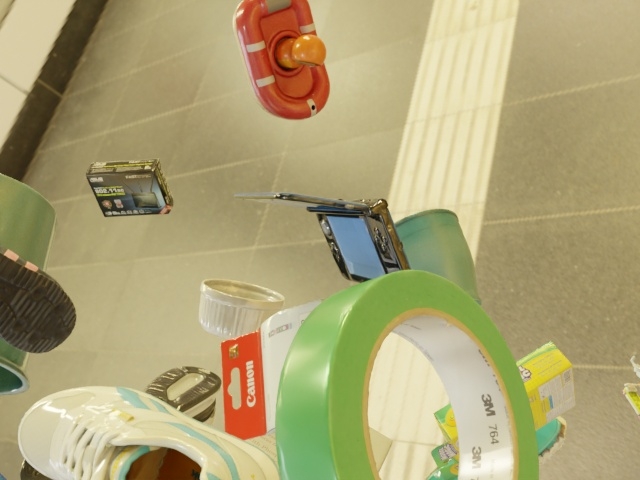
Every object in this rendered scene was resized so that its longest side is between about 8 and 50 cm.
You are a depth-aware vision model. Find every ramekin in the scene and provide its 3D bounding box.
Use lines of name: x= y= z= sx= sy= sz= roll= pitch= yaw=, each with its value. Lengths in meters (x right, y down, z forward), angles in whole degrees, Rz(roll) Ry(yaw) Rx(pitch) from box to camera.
ramekin: x=-0.198 y=0.171 z=1.729 sx=0.207 sy=0.207 sz=0.109 roll=18 pitch=97 yaw=47

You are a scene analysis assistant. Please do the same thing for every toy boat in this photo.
toy boat: x=-0.046 y=-0.322 z=1.238 sx=0.151 sy=0.231 sz=0.151 roll=-29 pitch=27 yaw=-27

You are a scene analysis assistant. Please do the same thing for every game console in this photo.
game console: x=0.000 y=0.000 z=1.265 sx=0.173 sy=0.250 sz=0.293 roll=-26 pitch=13 yaw=-18

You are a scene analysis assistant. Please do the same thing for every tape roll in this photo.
tape roll: x=0.100 y=0.193 z=0.723 sx=0.077 sy=0.321 sz=0.321 roll=-25 pitch=47 yaw=43

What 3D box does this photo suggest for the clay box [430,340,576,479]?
clay box: x=0.248 y=0.243 z=0.997 sx=0.222 sy=0.127 sz=0.053 roll=-30 pitch=47 yaw=-3

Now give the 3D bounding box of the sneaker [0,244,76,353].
sneaker: x=-0.461 y=0.047 z=0.981 sx=0.131 sy=0.319 sz=0.112 roll=31 pitch=72 yaw=32

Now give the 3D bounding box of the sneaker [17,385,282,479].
sneaker: x=-0.145 y=0.160 z=0.536 sx=0.228 sy=0.092 sz=0.088 roll=8 pitch=78 yaw=24

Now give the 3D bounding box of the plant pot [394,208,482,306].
plant pot: x=0.292 y=0.097 z=1.898 sx=0.271 sy=0.271 sz=0.255 roll=-33 pitch=61 yaw=21

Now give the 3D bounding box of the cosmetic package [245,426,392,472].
cosmetic package: x=-0.078 y=0.607 z=1.704 sx=0.329 sy=0.393 sz=0.328 roll=29 pitch=111 yaw=11

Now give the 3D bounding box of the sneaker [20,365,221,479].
sneaker: x=-0.354 y=0.438 z=1.361 sx=0.169 sy=0.447 sz=0.258 roll=17 pitch=111 yaw=30

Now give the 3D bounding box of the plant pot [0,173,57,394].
plant pot: x=-0.650 y=0.067 z=1.290 sx=0.341 sy=0.341 sz=0.334 roll=-15 pitch=55 yaw=35

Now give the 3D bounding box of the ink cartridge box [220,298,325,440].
ink cartridge box: x=-0.076 y=0.217 z=1.165 sx=0.232 sy=0.066 sz=0.189 roll=-17 pitch=60 yaw=18

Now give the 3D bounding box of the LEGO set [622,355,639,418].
LEGO set: x=0.680 y=0.311 z=1.345 sx=0.287 sy=0.107 sz=0.132 roll=-135 pitch=54 yaw=-61

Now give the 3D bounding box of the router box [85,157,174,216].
router box: x=-0.316 y=-0.087 z=1.192 sx=0.122 sy=0.092 sz=0.038 roll=-3 pitch=41 yaw=10

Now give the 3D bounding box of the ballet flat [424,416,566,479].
ballet flat: x=0.420 y=0.513 z=1.689 sx=0.409 sy=0.147 sz=0.147 roll=-41 pitch=42 yaw=27

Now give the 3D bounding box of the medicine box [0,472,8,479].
medicine box: x=-0.709 y=0.432 z=1.200 sx=0.289 sy=0.264 sz=0.149 roll=-27 pitch=17 yaw=23
